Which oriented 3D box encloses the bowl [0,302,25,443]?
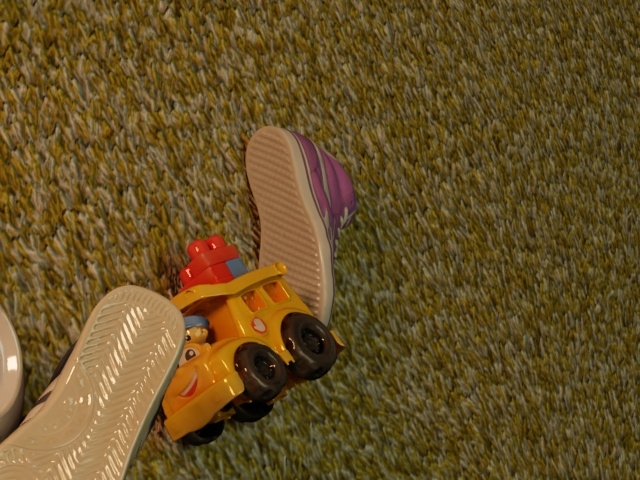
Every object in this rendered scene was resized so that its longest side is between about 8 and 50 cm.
[{"bbox_3d":[-0.376,0.121,1.783,0.298,0.134,0.298,28,53,-45],"label":"bowl"}]

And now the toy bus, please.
[{"bbox_3d":[-0.111,0.102,2.161,0.220,0.149,0.211,-22,80,-53],"label":"toy bus"}]

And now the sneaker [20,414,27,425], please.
[{"bbox_3d":[-0.250,0.305,1.897,0.106,0.101,0.267,19,60,-52],"label":"sneaker"}]

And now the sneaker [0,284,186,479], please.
[{"bbox_3d":[-0.239,0.212,1.803,0.131,0.148,0.350,32,61,3],"label":"sneaker"}]

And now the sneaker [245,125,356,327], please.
[{"bbox_3d":[0.001,-0.001,2.387,0.161,0.102,0.282,19,60,-52],"label":"sneaker"}]
